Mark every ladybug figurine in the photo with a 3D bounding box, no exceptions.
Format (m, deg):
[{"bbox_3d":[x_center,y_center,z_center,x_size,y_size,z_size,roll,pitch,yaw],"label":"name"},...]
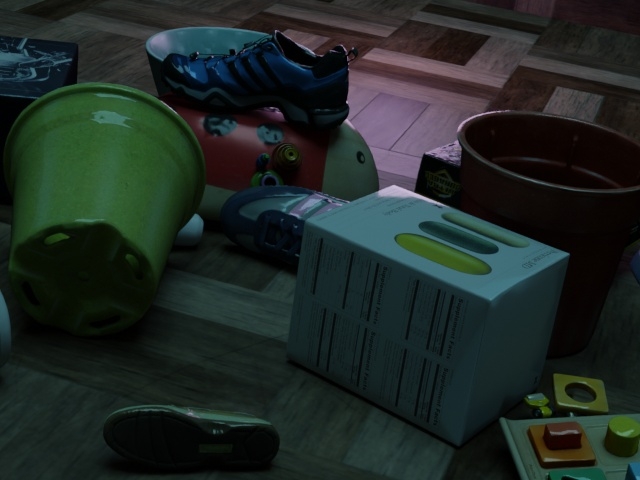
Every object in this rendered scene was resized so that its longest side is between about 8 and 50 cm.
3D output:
[{"bbox_3d":[-0.122,-0.142,1.948,0.449,0.162,0.305,5,25,-6],"label":"ladybug figurine"}]

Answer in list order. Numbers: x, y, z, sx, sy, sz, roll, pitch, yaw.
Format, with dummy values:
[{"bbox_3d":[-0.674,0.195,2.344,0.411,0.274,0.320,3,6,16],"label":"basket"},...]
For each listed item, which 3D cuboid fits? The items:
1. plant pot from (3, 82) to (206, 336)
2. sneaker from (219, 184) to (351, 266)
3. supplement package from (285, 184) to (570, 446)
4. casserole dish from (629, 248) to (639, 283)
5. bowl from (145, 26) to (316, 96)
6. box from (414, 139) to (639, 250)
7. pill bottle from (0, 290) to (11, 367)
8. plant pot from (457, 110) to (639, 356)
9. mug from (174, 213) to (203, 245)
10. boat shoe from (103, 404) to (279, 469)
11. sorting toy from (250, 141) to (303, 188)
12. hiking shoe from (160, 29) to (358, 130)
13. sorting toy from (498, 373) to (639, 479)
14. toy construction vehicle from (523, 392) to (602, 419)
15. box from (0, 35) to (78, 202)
[{"bbox_3d":[-0.291,-0.021,1.567,0.276,0.276,0.254,5,36,-6],"label":"plant pot"},{"bbox_3d":[0.000,0.000,1.740,0.319,0.112,0.131,9,24,8],"label":"sneaker"},{"bbox_3d":[0.129,0.082,1.495,0.262,0.198,0.199,24,29,31],"label":"supplement package"},{"bbox_3d":[0.549,0.053,1.878,0.114,0.037,0.188,7,24,-4],"label":"casserole dish"},{"bbox_3d":[-0.167,-0.268,2.209,0.311,0.163,0.311,7,25,-3],"label":"bowl"},{"bbox_3d":[0.348,-0.077,1.903,0.322,0.079,0.257,25,26,29],"label":"box"},{"bbox_3d":[-0.464,0.108,1.359,0.208,0.118,0.117,-10,30,-34],"label":"pill bottle"},{"bbox_3d":[0.296,-0.004,1.648,0.272,0.265,0.272,7,26,-3],"label":"plant pot"},{"bbox_3d":[-0.207,-0.023,1.792,0.064,0.062,0.078,10,30,-14],"label":"mug"},{"bbox_3d":[-0.142,0.208,1.317,0.190,0.068,0.072,11,11,-17],"label":"boat shoe"},{"bbox_3d":[-0.066,-0.107,1.805,0.061,0.102,0.042,34,-16,-7],"label":"sorting toy"},{"bbox_3d":[-0.096,-0.267,1.871,0.304,0.132,0.113,11,26,6],"label":"hiking shoe"},{"bbox_3d":[0.309,0.244,1.332,0.196,0.047,0.348,2,32,-10],"label":"sorting toy"},{"bbox_3d":[0.289,0.220,1.447,0.085,0.035,0.098,-8,35,-24],"label":"toy construction vehicle"},{"bbox_3d":[-0.575,-0.207,1.937,0.343,0.179,0.312,5,23,-8],"label":"box"}]
